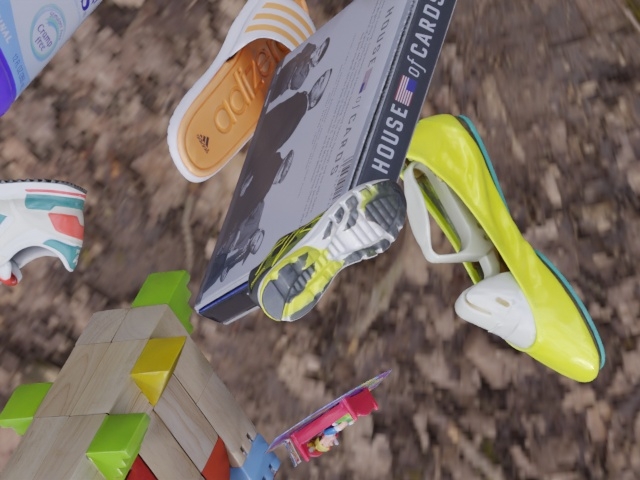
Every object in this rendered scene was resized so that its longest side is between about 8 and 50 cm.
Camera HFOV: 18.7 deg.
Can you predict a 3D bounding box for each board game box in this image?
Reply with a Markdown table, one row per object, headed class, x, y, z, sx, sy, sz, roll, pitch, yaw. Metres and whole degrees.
| class | x | y | z | sx | sy | sz | roll | pitch | yaw |
| --- | --- | --- | --- | --- | --- | --- | --- | --- | --- |
| board game box | 0.014 | 0.178 | 1.872 | 0.133 | 0.168 | 0.033 | -30 | 82 | -13 |

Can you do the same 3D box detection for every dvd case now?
| class | x | y | z | sx | sy | sz | roll | pitch | yaw |
| --- | --- | --- | --- | --- | --- | --- | --- | --- | --- |
| dvd case | 0.002 | -0.056 | 1.115 | 0.030 | 0.239 | 0.179 | 24 | 70 | -16 |

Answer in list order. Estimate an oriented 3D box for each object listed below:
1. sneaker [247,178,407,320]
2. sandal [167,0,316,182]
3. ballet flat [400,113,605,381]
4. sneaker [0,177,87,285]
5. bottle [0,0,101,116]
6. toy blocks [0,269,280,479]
| class | x | y | z | sx | sy | sz | roll | pitch | yaw |
| --- | --- | --- | --- | --- | --- | --- | --- | --- | --- |
| sneaker | 0.000 | 0.000 | 0.833 | 0.083 | 0.035 | 0.031 | -38 | 115 | -18 |
| sandal | -0.051 | -0.149 | 1.847 | 0.076 | 0.265 | 0.102 | -5 | 129 | 35 |
| ballet flat | 0.121 | 0.015 | 1.437 | 0.077 | 0.077 | 0.231 | -25 | 80 | -26 |
| sneaker | -0.252 | -0.004 | 1.443 | 0.161 | 0.057 | 0.075 | -2 | 83 | 6 |
| bottle | -0.167 | -0.195 | 1.183 | 0.092 | 0.283 | 0.118 | 12 | 141 | 34 |
| toy blocks | -0.178 | 0.257 | 1.897 | 0.191 | 0.381 | 0.261 | -7 | 130 | 34 |
